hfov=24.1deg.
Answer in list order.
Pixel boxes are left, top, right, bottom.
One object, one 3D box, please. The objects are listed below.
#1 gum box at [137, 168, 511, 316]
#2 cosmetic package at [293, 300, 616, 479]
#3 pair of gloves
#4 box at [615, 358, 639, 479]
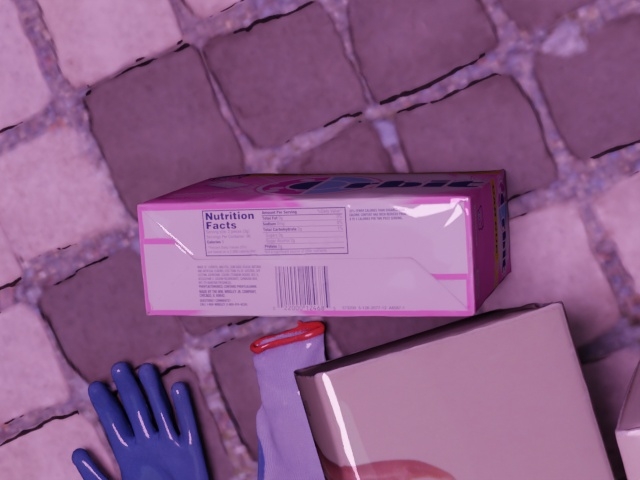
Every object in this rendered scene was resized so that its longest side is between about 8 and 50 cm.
[{"bbox_3d":[0.000,0.000,0.808,0.188,0.107,0.062,-1,100,17],"label":"gum box"},{"bbox_3d":[0.090,0.190,0.760,0.129,0.153,0.296,-16,86,-5],"label":"cosmetic package"},{"bbox_3d":[-0.053,0.137,0.896,0.198,0.023,0.159,-14,94,18],"label":"pair of gloves"},{"bbox_3d":[0.241,0.170,0.747,0.127,0.148,0.232,-14,95,19],"label":"box"}]
